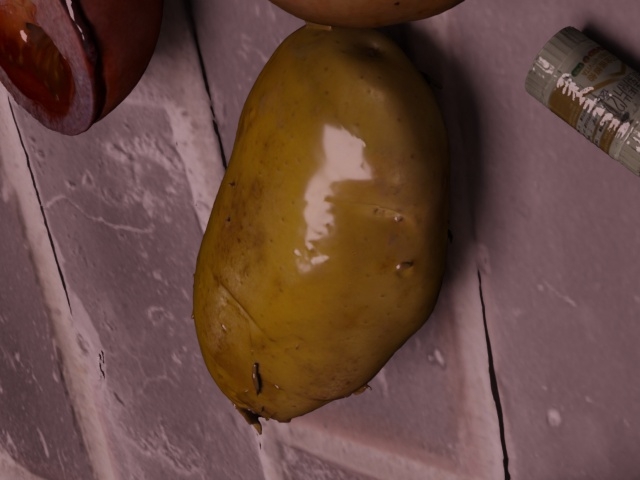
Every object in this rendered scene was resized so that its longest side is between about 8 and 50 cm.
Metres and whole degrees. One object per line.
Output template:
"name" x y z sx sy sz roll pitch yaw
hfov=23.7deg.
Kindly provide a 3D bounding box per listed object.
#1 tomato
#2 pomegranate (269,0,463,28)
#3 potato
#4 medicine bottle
"tomato" -0.187 -0.196 1.081 0.199 0.112 0.228 7 122 53
"pomegranate" 0.021 -0.199 0.797 0.191 0.191 0.191 27 133 33
"potato" 0.000 0.000 0.990 0.173 0.140 0.300 45 135 27
"medicine bottle" 0.158 -0.076 0.839 0.083 0.047 0.047 41 139 21
